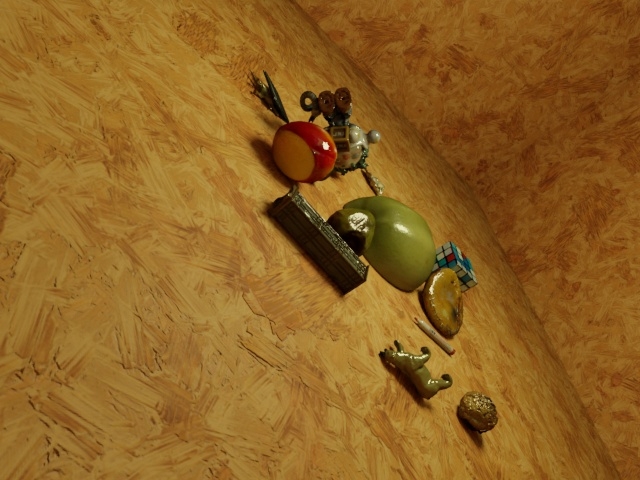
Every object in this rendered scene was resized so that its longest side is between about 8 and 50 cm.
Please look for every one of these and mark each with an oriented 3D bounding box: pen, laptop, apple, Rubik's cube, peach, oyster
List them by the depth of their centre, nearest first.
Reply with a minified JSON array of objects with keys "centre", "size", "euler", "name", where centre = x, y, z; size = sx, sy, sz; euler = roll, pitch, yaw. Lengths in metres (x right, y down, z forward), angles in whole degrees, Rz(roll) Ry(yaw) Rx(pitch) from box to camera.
[{"centre":[-0.052,-0.271,1.568],"size":[0.193,0.190,0.190],"euler":[8,48,-34],"name":"peach"},{"centre":[0.389,0.323,1.750],"size":[0.218,0.026,0.026],"euler":[42,27,-22],"name":"pen"},{"centre":[0.246,0.000,1.857],"size":[0.320,0.311,0.360],"euler":[14,-10,44],"name":"apple"},{"centre":[-0.162,-0.525,1.873],"size":[0.129,0.016,0.180],"euler":[56,12,-56],"name":"laptop"},{"centre":[0.521,0.126,2.092],"size":[0.154,0.155,0.151],"euler":[39,30,-27],"name":"Rubik's cube"},{"centre":[0.234,-0.263,2.234],"size":[0.146,0.045,0.122],"euler":[46,28,1],"name":"oyster"}]

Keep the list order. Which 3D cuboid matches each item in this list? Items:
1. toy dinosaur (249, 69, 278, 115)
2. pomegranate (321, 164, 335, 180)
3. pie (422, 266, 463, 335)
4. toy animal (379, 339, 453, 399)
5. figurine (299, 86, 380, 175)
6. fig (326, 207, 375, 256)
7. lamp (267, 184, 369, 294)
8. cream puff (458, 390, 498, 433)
[{"centre":[-0.199,-0.528,1.837],"size":[0.126,0.039,0.161],"euler":[42,22,-46],"name":"toy dinosaur"},{"centre":[-0.015,-0.258,1.729],"size":[0.115,0.114,0.142],"euler":[40,-2,-26],"name":"pomegranate"},{"centre":[0.468,0.230,1.917],"size":[0.274,0.069,0.273],"euler":[16,68,-43],"name":"pie"},{"centre":[0.260,0.357,1.424],"size":[0.218,0.103,0.101],"euler":[52,48,-12],"name":"toy animal"},{"centre":[0.077,-0.363,1.800],"size":[0.382,0.261,0.186],"euler":[70,23,-67],"name":"figurine"},{"centre":[0.095,-0.032,1.563],"size":[0.166,0.154,0.144],"euler":[-38,136,-33],"name":"fig"},{"centre":[0.000,0.000,1.418],"size":[0.325,0.090,0.089],"euler":[46,26,-13],"name":"lamp"},{"centre":[0.482,0.520,1.570],"size":[0.133,0.104,0.119],"euler":[40,34,-24],"name":"cream puff"}]
